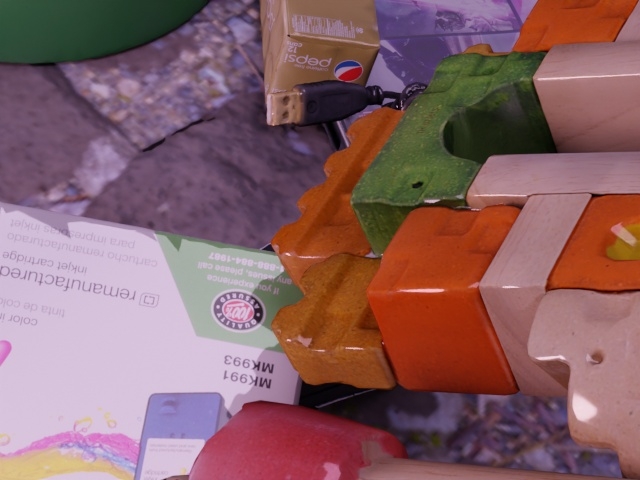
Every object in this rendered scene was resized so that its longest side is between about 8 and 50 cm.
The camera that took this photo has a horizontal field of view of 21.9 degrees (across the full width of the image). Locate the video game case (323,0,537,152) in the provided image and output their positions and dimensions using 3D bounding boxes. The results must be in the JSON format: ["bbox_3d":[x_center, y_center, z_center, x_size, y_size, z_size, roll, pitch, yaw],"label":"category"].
[{"bbox_3d":[0.082,-0.117,1.069,0.196,0.026,0.274,-6,52,-22],"label":"video game case"}]

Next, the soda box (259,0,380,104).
[{"bbox_3d":[-0.005,-0.164,1.025,0.058,0.061,0.181,6,49,-12],"label":"soda box"}]

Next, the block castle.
[{"bbox_3d":[0.125,0.067,0.742,0.213,0.303,0.453,1,39,33],"label":"block castle"}]

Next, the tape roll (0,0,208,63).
[{"bbox_3d":[-0.202,-0.252,1.061,0.321,0.077,0.321,9,48,-10],"label":"tape roll"}]

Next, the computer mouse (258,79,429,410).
[{"bbox_3d":[0.000,0.000,0.885,0.262,0.060,0.184,-18,79,-29],"label":"computer mouse"}]

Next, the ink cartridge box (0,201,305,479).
[{"bbox_3d":[-0.094,0.105,0.741,0.154,0.093,0.212,11,70,-4],"label":"ink cartridge box"}]
